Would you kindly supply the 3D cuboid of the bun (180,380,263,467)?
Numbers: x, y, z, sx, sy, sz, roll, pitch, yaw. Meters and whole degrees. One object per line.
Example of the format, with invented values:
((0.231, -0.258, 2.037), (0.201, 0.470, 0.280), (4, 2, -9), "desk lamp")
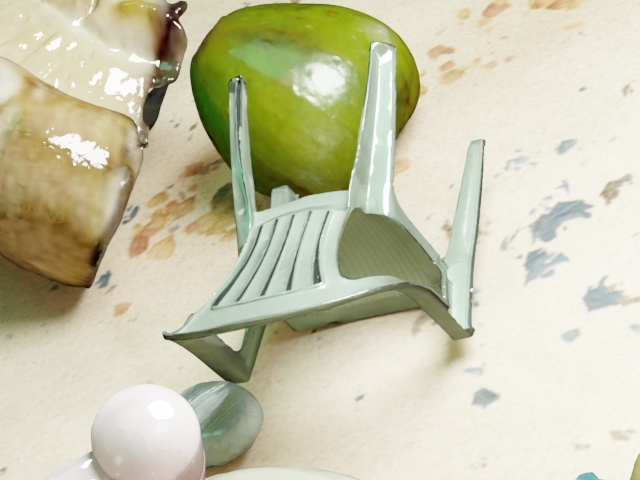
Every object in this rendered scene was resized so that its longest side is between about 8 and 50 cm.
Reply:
((-0.080, 0.139, 1.428), (0.083, 0.045, 0.083), (-18, 35, 13), "bun")

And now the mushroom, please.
((-0.342, -0.132, 1.708), (0.397, 0.224, 0.313), (19, 44, -8), "mushroom")

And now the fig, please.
((-0.019, -0.126, 1.654), (0.181, 0.191, 0.181), (-58, 11, 18), "fig")

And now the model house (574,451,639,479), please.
((0.202, 0.175, 1.018), (0.267, 0.194, 0.325), (-25, 28, 7), "model house")

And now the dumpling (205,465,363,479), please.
((-0.026, 0.218, 1.193), (0.250, 0.132, 0.162), (7, 35, 23), "dumpling")

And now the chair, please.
((0.000, 0.000, 1.431), (0.203, 0.190, 0.274), (-14, 49, 22), "chair")

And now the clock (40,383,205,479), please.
((-0.103, 0.288, 1.009), (0.342, 0.184, 0.326), (-36, 66, -11), "clock")
